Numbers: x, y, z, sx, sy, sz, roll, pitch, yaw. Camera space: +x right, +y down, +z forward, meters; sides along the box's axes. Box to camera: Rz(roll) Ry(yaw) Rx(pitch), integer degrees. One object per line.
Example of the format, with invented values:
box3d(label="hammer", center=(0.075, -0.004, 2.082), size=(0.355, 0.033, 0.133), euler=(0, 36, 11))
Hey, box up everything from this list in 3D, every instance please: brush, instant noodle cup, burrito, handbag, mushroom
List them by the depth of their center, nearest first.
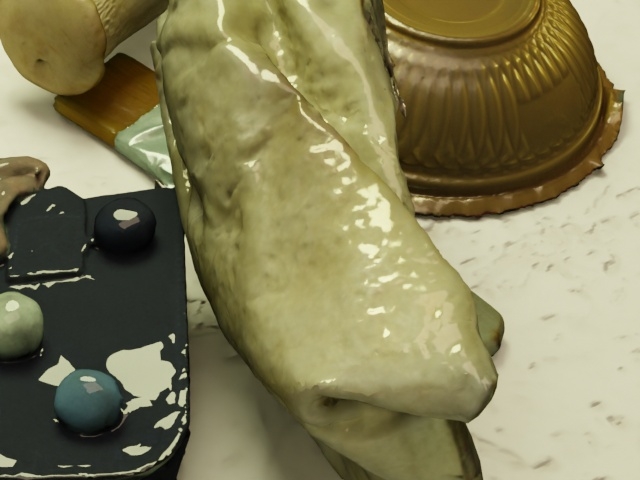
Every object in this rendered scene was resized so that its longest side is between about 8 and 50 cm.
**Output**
box3d(label="handbag", center=(-0.233, 0.038, 0.947), size=(0.325, 0.118, 0.269), euler=(2, 43, -10))
box3d(label="burrito", center=(-0.001, -0.002, 0.951), size=(0.135, 0.190, 0.332), euler=(-7, 55, -13))
box3d(label="brush", center=(-0.024, -0.024, 1.106), size=(0.336, 0.020, 0.085), euler=(33, 49, 23))
box3d(label="instant noodle cup", center=(0.076, -0.137, 1.190), size=(0.274, 0.091, 0.274), euler=(5, 45, -5))
box3d(label="mushroom", center=(-0.129, -0.193, 1.196), size=(0.108, 0.096, 0.247), euler=(3, 37, 17))
